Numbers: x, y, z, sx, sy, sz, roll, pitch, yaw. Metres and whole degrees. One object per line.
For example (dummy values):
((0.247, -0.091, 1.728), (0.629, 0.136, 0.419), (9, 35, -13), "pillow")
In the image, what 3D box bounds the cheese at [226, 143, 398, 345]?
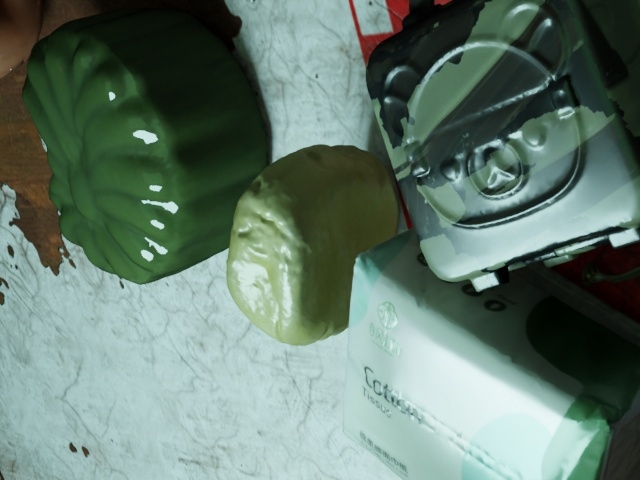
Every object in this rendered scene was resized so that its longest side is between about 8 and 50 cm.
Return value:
((0.000, 0.000, 1.890), (0.117, 0.214, 0.226), (27, 125, 33), "cheese")

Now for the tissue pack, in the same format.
((0.201, 0.169, 1.760), (0.356, 0.194, 0.266), (33, 135, 35), "tissue pack")

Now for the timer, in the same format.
((-0.498, -0.315, 2.297), (0.215, 0.230, 0.229), (-2, 109, 44), "timer")

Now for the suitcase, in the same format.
((0.208, -0.149, 1.574), (0.351, 0.194, 0.339), (-23, 86, 52), "suitcase")

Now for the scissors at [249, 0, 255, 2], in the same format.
((-0.069, -0.327, 1.949), (0.058, 0.014, 0.119), (37, 132, 33), "scissors")

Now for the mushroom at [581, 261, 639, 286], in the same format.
((0.350, 0.002, 1.630), (0.286, 0.028, 0.025), (-25, 48, 53), "mushroom")

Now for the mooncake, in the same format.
((-0.227, -0.117, 2.125), (0.351, 0.187, 0.351), (25, 126, 41), "mooncake")
